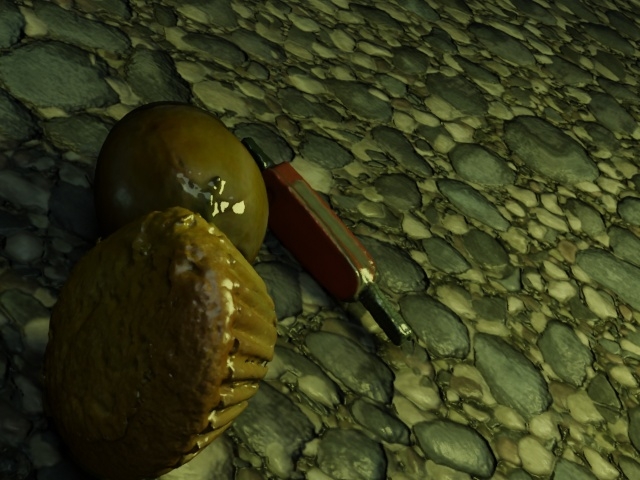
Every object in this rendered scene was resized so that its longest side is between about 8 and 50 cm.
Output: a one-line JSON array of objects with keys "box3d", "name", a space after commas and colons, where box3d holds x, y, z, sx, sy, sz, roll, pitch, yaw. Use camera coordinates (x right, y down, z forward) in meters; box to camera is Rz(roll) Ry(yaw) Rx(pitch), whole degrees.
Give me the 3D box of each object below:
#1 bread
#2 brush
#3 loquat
[{"box3d": [-0.135, 0.090, 0.876, 0.139, 0.240, 0.240, 18, 36, -39], "name": "bread"}, {"box3d": [0.000, 0.000, 1.210, 0.051, 0.070, 0.323, -19, 62, -45], "name": "brush"}, {"box3d": [-0.149, -0.050, 1.075, 0.179, 0.179, 0.227, 3, 42, -32], "name": "loquat"}]
